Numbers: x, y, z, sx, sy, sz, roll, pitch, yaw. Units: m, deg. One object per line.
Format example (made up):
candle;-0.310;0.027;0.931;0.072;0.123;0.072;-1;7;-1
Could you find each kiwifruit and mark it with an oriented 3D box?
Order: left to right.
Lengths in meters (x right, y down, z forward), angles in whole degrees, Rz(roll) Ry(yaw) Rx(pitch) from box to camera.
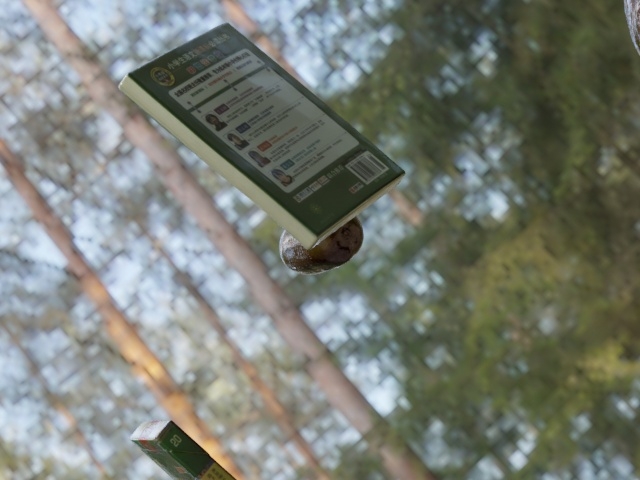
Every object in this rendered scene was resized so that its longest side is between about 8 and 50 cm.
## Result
kiwifruit;0.000;0.000;2.072;0.075;0.075;0.124;-25;-2;-27

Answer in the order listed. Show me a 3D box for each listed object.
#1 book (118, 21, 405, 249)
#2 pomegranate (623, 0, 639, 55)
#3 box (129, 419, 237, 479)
book;-0.057;-0.115;1.993;0.202;0.264;0.027;-37;-15;-52
pomegranate;0.438;-0.248;2.181;0.180;0.180;0.210;-36;-46;-12
box;-0.109;0.291;2.156;0.034;0.235;0.132;-50;9;-16
